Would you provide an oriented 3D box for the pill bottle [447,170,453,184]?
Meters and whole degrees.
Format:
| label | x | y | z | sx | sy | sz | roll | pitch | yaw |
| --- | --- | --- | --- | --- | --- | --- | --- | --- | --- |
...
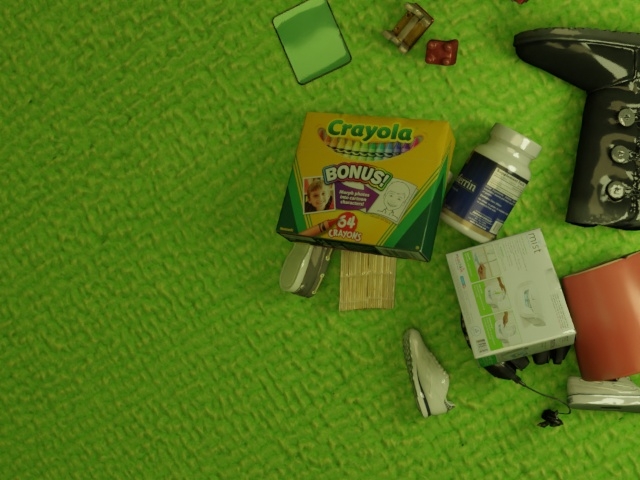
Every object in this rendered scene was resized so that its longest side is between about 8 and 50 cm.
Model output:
| label | x | y | z | sx | sy | sz | roll | pitch | yaw |
| --- | --- | --- | --- | --- | --- | --- | --- | --- | --- |
| pill bottle | 0.236 | -0.106 | 1.824 | 0.112 | 0.112 | 0.187 | 36 | 90 | 4 |

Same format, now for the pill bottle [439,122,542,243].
| label | x | y | z | sx | sy | sz | roll | pitch | yaw |
| --- | --- | --- | --- | --- | --- | --- | --- | --- | --- |
| pill bottle | 0.404 | -0.136 | 1.775 | 0.153 | 0.153 | 0.265 | 30 | 100 | 5 |

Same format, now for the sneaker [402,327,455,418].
| label | x | y | z | sx | sy | sz | roll | pitch | yaw |
| --- | --- | --- | --- | --- | --- | --- | --- | --- | --- |
| sneaker | 0.272 | 0.330 | 1.896 | 0.094 | 0.090 | 0.235 | -14 | 98 | -1 |

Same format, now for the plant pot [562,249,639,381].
| label | x | y | z | sx | sy | sz | roll | pitch | yaw |
| --- | --- | --- | --- | --- | --- | --- | --- | --- | --- |
| plant pot | 0.694 | 0.166 | 1.719 | 0.275 | 0.275 | 0.243 | -21 | 82 | 12 |

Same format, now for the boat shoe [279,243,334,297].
| label | x | y | z | sx | sy | sz | roll | pitch | yaw |
| --- | --- | --- | --- | --- | --- | --- | --- | --- | --- |
| boat shoe | -0.002 | -0.001 | 1.894 | 0.091 | 0.109 | 0.305 | 26 | 88 | -34 |

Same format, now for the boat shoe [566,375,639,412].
| label | x | y | z | sx | sy | sz | roll | pitch | yaw |
| --- | --- | --- | --- | --- | --- | --- | --- | --- | --- |
| boat shoe | 0.727 | 0.366 | 1.809 | 0.258 | 0.095 | 0.084 | 4 | 65 | -3 |

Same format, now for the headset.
| label | x | y | z | sx | sy | sz | roll | pitch | yaw |
| --- | --- | --- | --- | --- | --- | --- | --- | --- | --- |
| headset | 0.500 | 0.266 | 1.836 | 0.243 | 0.185 | 0.394 | -23 | 77 | 8 |

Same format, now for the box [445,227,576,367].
| label | x | y | z | sx | sy | sz | roll | pitch | yaw |
| --- | --- | --- | --- | --- | --- | --- | --- | --- | --- |
| box | 0.438 | 0.133 | 1.731 | 0.231 | 0.127 | 0.262 | -17 | 66 | 10 |

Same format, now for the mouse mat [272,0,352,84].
| label | x | y | z | sx | sy | sz | roll | pitch | yaw |
| --- | --- | --- | --- | --- | --- | --- | --- | --- | --- |
| mouse mat | -0.022 | -0.506 | 1.882 | 0.152 | 0.007 | 0.190 | -23 | 91 | 12 |

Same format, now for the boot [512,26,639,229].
| label | x | y | z | sx | sy | sz | roll | pitch | yaw |
| --- | --- | --- | --- | --- | --- | --- | --- | --- | --- |
| boot | 0.613 | -0.252 | 1.724 | 0.367 | 0.146 | 0.445 | 5 | 96 | 9 |

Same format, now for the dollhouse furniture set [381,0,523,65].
| label | x | y | z | sx | sy | sz | roll | pitch | yaw |
| --- | --- | --- | --- | --- | --- | --- | --- | --- | --- |
| dollhouse furniture set | 0.351 | -0.567 | 1.759 | 0.201 | 0.152 | 0.374 | 44 | 119 | 2 |

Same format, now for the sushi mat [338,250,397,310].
| label | x | y | z | sx | sy | sz | roll | pitch | yaw |
| --- | --- | --- | --- | --- | --- | --- | --- | --- | --- |
| sushi mat | 0.124 | 0.023 | 1.886 | 0.151 | 0.019 | 0.317 | 1 | 97 | -12 |

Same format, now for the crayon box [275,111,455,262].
| label | x | y | z | sx | sy | sz | roll | pitch | yaw |
| --- | --- | --- | --- | --- | --- | --- | --- | --- | --- |
| crayon box | 0.107 | -0.132 | 1.760 | 0.363 | 0.106 | 0.313 | 8 | 77 | 23 |
